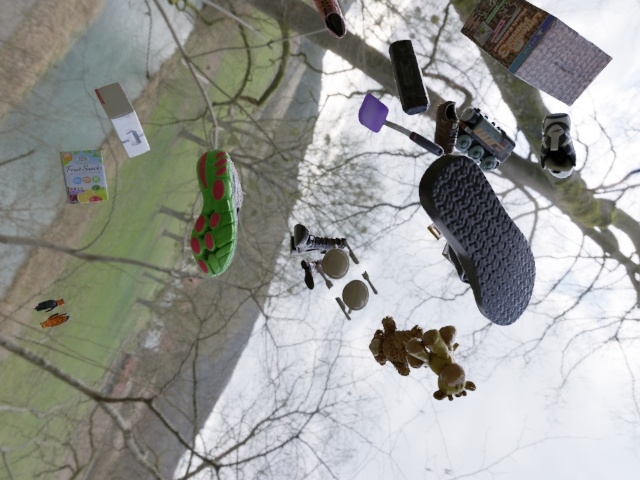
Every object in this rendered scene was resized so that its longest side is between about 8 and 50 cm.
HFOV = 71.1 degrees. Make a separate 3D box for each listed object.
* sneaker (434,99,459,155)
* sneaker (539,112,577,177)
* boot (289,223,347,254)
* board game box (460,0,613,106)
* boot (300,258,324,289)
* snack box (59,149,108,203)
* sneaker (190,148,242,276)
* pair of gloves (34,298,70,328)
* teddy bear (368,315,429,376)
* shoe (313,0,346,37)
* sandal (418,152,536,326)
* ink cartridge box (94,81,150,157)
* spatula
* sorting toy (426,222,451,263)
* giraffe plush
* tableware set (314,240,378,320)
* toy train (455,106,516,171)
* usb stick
[{"bbox_3d":[0.408,-0.354,1.437,0.071,0.066,0.189,177,-92,-70],"label":"sneaker"},{"bbox_3d":[0.659,-0.219,1.244,0.094,0.235,0.153,6,-121,28],"label":"sneaker"},{"bbox_3d":[0.000,0.000,1.823,0.263,0.228,0.091,127,-37,-69],"label":"boot"},{"bbox_3d":[0.549,-0.512,1.167,0.141,0.231,0.291,-57,-146,32],"label":"board game box"},{"bbox_3d":[-0.009,0.110,1.483,0.037,0.114,0.107,-25,-107,33],"label":"boot"},{"bbox_3d":[-0.650,-0.176,1.234,0.037,0.100,0.141,16,-67,51],"label":"snack box"},{"bbox_3d":[-0.363,-0.101,1.685,0.202,0.185,0.484,40,49,-67],"label":"sneaker"},{"bbox_3d":[-0.746,0.201,1.248,0.074,0.083,0.010,-17,155,-40],"label":"pair of gloves"},{"bbox_3d":[0.315,0.440,1.848,0.337,0.113,0.245,9,-68,51],"label":"teddy bear"},{"bbox_3d":[0.020,-0.653,1.249,0.063,0.178,0.081,-26,-150,16],"label":"shoe"},{"bbox_3d":[0.335,0.001,0.954,0.167,0.446,0.107,-39,-153,-8],"label":"sandal"},{"bbox_3d":[-0.717,-0.434,1.634,0.092,0.159,0.218,-27,159,-19],"label":"ink cartridge box"},{"bbox_3d":[0.232,-0.308,1.261,0.084,0.296,0.030,-65,-161,4],"label":"spatula"},{"bbox_3d":[0.511,0.060,1.559,0.047,0.347,0.196,-47,180,33],"label":"sorting toy"},{"bbox_3d":[0.367,0.381,1.332,0.181,0.210,0.171,-30,-135,9],"label":"giraffe plush"},{"bbox_3d":[0.066,0.108,1.243,0.128,0.194,0.039,-39,-165,-27],"label":"tableware set"},{"bbox_3d":[0.719,-0.453,2.014,0.190,0.333,0.142,-50,-153,21],"label":"toy train"},{"bbox_3d":[0.246,-0.465,1.261,0.045,0.077,0.278,69,14,-59],"label":"usb stick"}]
